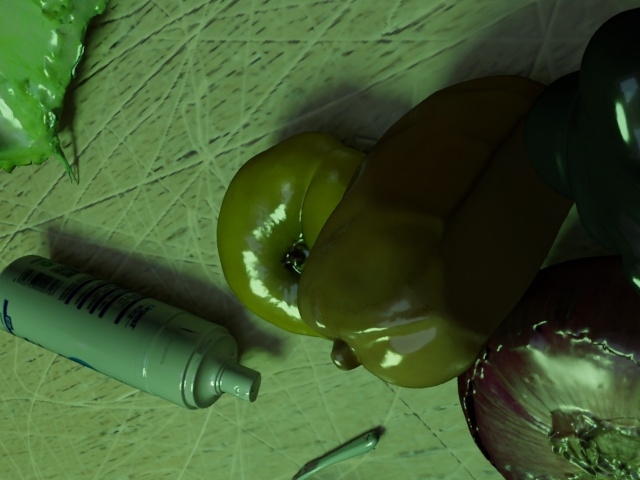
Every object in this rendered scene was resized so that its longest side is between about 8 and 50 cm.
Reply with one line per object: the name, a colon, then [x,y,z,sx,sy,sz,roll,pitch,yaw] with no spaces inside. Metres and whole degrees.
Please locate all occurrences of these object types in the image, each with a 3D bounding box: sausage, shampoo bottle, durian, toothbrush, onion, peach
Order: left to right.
durian: [-0.270,-0.201,0.682,0.170,0.157,0.355,27,123,-2]
shampoo bottle: [-0.193,0.098,0.801,0.304,0.092,0.092,18,118,22]
toothbrush: [-0.008,0.235,0.799,0.022,0.017,0.204,41,128,-15]
peach: [0.000,0.000,0.639,0.179,0.103,0.179,10,112,26]
sausage: [0.079,-0.013,0.511,0.136,0.241,0.120,-6,130,46]
onion: [0.214,0.110,0.529,0.248,0.161,0.247,17,119,35]

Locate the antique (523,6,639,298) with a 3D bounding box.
antique: [0.266,-0.059,0.374,0.255,0.322,0.185,43,166,2]
